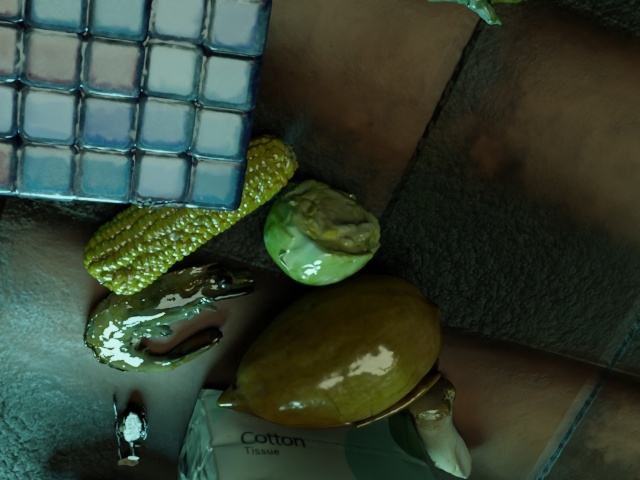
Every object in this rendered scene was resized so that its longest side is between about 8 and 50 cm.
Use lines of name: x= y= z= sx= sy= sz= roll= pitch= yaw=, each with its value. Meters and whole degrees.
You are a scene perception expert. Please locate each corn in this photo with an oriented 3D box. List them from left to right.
corn: x=-0.169 y=-0.041 z=1.168 sx=0.313 sy=0.102 sz=0.102 roll=-36 pitch=119 yaw=2

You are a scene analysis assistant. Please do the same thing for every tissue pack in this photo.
tissue pack: x=-0.013 y=0.374 z=1.316 sx=0.356 sy=0.266 sz=0.194 roll=11 pitch=117 yaw=-19

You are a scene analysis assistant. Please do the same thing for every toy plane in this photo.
toy plane: x=-0.280 y=0.284 z=1.337 sx=0.049 sy=0.031 sz=0.121 roll=-4 pitch=114 yaw=-7

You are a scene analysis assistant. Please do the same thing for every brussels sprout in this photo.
brussels sprout: x=-0.004 y=0.001 z=1.209 sx=0.151 sy=0.149 sz=0.122 roll=27 pitch=132 yaw=-5

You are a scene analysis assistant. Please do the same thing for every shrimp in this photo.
shrimp: x=-0.204 y=0.117 z=1.263 sx=0.253 sy=0.058 sz=0.173 roll=-13 pitch=126 yaw=-4

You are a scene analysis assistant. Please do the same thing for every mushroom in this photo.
mushroom: x=0.197 y=0.307 z=1.455 sx=0.071 sy=0.084 sz=0.209 roll=2 pitch=132 yaw=31

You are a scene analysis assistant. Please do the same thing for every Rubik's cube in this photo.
Rubik's cube: x=-0.221 y=-0.219 z=0.955 sx=0.291 sy=0.293 sz=0.287 roll=5 pitch=114 yaw=-15

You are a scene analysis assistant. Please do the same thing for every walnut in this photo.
walnut: x=0.010 y=0.163 z=1.256 sx=0.336 sy=0.209 sz=0.209 roll=-21 pitch=119 yaw=0

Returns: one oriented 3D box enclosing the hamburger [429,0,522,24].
hamburger: x=0.204 y=-0.390 z=1.052 sx=0.167 sy=0.192 sz=0.288 roll=4 pitch=89 yaw=-22
